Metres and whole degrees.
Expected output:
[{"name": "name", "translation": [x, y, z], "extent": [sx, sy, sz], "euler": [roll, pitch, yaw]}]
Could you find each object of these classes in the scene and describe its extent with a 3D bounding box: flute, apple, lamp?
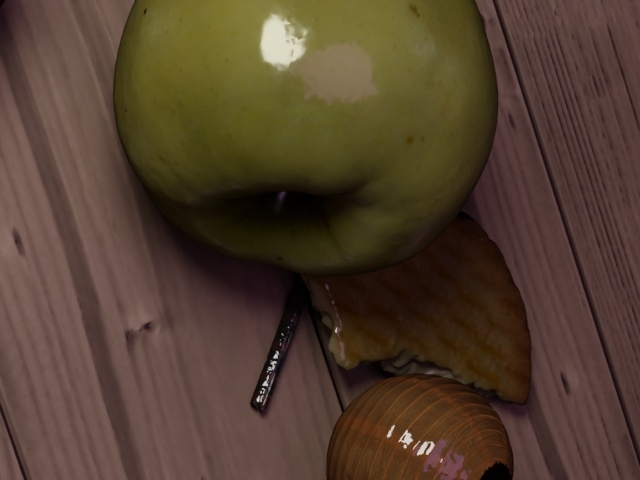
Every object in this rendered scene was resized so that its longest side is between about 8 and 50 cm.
[{"name": "flute", "translation": [0.000, 0.000, 1.450], "extent": [0.014, 0.014, 0.269], "euler": [30, 70, -26]}, {"name": "apple", "translation": [-0.011, -0.105, 1.321], "extent": [0.262, 0.262, 0.262], "euler": [4, 83, -32]}, {"name": "lamp", "translation": [0.069, 0.159, 1.408], "extent": [0.136, 0.136, 0.136], "euler": [4, 83, -32]}]

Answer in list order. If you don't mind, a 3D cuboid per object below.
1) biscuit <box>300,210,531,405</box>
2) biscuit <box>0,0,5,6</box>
[{"name": "biscuit", "translation": [0.073, 0.054, 1.474], "extent": [0.176, 0.031, 0.228], "euler": [-47, 114, -30]}, {"name": "biscuit", "translation": [-0.267, -0.114, 1.236], "extent": [0.070, 0.106, 0.252], "euler": [39, 66, -24]}]
